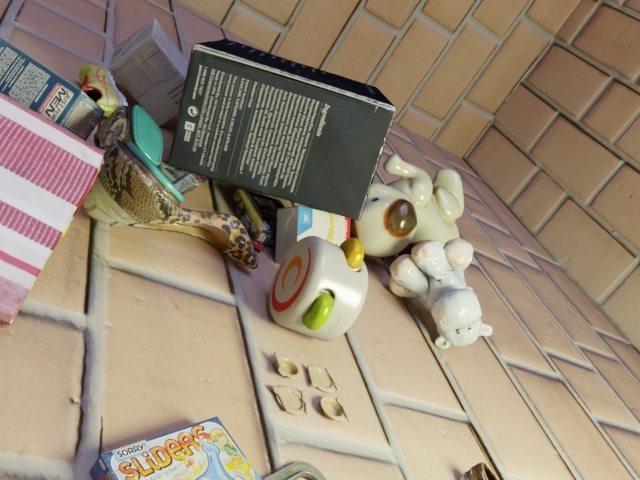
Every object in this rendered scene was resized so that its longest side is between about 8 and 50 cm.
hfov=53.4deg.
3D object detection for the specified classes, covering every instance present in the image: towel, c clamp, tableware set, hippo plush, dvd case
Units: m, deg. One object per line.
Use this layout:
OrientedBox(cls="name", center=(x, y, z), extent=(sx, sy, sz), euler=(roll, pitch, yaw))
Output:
OrientedBox(cls="towel", center=(-0.485, -0.063, 0.921), extent=(0.237, 0.037, 0.329), euler=(31, 53, -21))
OrientedBox(cls="c clamp", center=(-0.012, 0.383, 0.929), extent=(0.160, 0.022, 0.137), euler=(4, 38, -52))
OrientedBox(cls="tableware set", center=(-0.020, 0.267, 1.153), extent=(0.168, 0.020, 0.141), euler=(22, 26, -30))
OrientedBox(cls="hippo plush", center=(0.306, 0.164, 1.651), extent=(0.294, 0.234, 0.237), euler=(72, 8, -51))
OrientedBox(cls="dvd case", center=(-0.344, -0.169, 1.581), extent=(0.087, 0.013, 0.119), euler=(41, 22, 15))

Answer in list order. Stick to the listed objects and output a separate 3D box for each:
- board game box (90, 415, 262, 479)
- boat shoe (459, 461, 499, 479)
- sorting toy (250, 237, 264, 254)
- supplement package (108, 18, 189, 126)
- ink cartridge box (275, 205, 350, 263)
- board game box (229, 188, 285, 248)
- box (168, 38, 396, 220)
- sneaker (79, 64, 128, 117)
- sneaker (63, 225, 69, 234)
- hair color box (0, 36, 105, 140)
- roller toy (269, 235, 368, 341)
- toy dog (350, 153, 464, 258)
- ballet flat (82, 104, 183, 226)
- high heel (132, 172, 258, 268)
OrientedBox(cls="board game box", center=(-0.175, 0.313, 0.824), extent=(0.136, 0.035, 0.201), euler=(46, 25, 25))
OrientedBox(cls="boat shoe", center=(0.333, 0.485, 1.147), extent=(0.183, 0.066, 0.066), euler=(47, 25, 27))
OrientedBox(cls="sorting toy", center=(-0.178, 0.008, 1.436), extent=(0.102, 0.042, 0.061), euler=(27, 5, 12))
OrientedBox(cls="supplement package", center=(-0.451, -0.463, 1.752), extent=(0.203, 0.149, 0.194), euler=(52, 11, -32))
OrientedBox(cls="ink cartridge box", center=(0.000, 0.000, 1.550), extent=(0.078, 0.134, 0.231), euler=(-5, -9, 43))
OrientedBox(cls="board game box", center=(-0.133, -0.048, 1.588), extent=(0.141, 0.048, 0.170), euler=(12, 32, -39))
OrientedBox(cls="box", center=(-0.090, -0.307, 1.647), extent=(0.471, 0.298, 0.480), euler=(15, 18, -5))
OrientedBox(cls="sneaker", center=(-0.571, -0.383, 1.608), extent=(0.094, 0.081, 0.208), euler=(-5, 43, -48))
OrientedBox(cls="sneaker", center=(-0.548, -0.054, 0.985), extent=(0.295, 0.110, 0.123), euler=(14, 3, -33))
OrientedBox(cls="hair color box", center=(-0.638, -0.342, 1.317), extent=(0.347, 0.105, 0.174), euler=(34, -3, -3))
OrientedBox(cls="roller toy", center=(0.000, 0.098, 1.289), extent=(0.146, 0.191, 0.209), euler=(25, 64, -25))
OrientedBox(cls="toy dog", center=(0.222, -0.046, 1.861), extent=(0.407, 0.284, 0.396), euler=(5, 73, -53))
OrientedBox(cls="ballet flat", center=(-0.379, -0.126, 1.232), extent=(0.164, 0.182, 0.483), euler=(51, 1, -33))
OrientedBox(cls="high heel", center=(-0.261, -0.003, 1.323), extent=(0.261, 0.093, 0.186), euler=(48, 46, -2))
